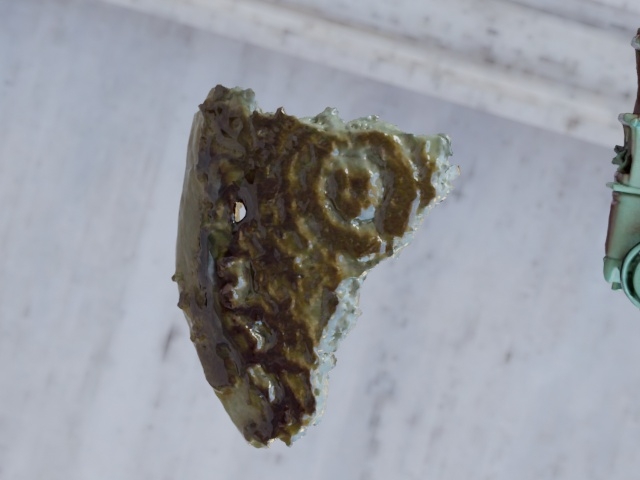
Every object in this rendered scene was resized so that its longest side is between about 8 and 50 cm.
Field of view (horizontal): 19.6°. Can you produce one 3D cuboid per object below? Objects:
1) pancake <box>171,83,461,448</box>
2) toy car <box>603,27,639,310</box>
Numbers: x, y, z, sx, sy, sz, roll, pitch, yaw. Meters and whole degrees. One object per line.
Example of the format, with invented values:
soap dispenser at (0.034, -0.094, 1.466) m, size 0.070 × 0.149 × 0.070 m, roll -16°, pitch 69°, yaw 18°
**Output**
pancake at (0.000, 0.000, 1.347) m, size 0.266 × 0.244 × 0.057 m, roll 69°, pitch 19°, yaw 1°
toy car at (0.172, -0.036, 0.937) m, size 0.073 × 0.054 × 0.143 m, roll -46°, pitch 147°, yaw -84°
